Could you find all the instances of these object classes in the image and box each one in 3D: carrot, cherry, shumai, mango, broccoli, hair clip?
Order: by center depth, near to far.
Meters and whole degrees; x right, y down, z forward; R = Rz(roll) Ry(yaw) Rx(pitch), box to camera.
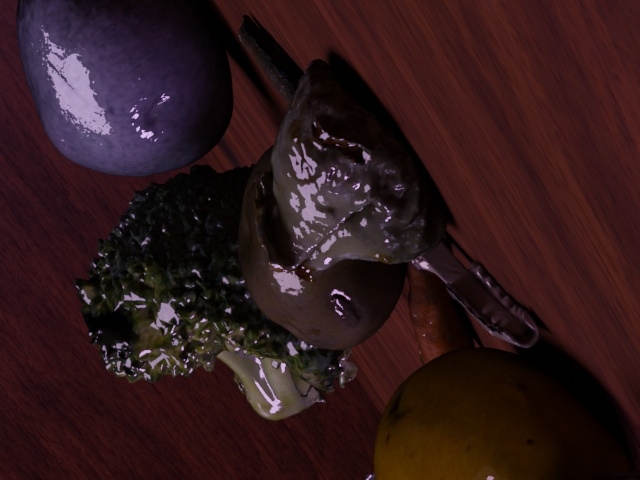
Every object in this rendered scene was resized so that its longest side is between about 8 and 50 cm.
[{"bbox_3d":[-0.005,-0.045,1.493,0.184,0.142,0.184,51,177,3],"label":"shumai"},{"bbox_3d":[0.122,0.040,1.515,0.072,0.034,0.226,53,175,-39],"label":"hair clip"},{"bbox_3d":[0.163,0.199,1.521,0.253,0.182,0.365,57,164,7],"label":"mango"},{"bbox_3d":[0.107,0.057,1.765,0.057,0.057,0.224,51,169,32],"label":"carrot"},{"bbox_3d":[-0.216,-0.193,2.044,0.255,0.218,0.296,58,174,38],"label":"cherry"},{"bbox_3d":[-0.099,0.051,2.072,0.338,0.277,0.317,14,144,0],"label":"broccoli"}]

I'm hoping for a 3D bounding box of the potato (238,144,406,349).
[{"bbox_3d":[0.000,0.000,1.743,0.178,0.160,0.235,36,157,20],"label":"potato"}]

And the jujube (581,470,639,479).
[{"bbox_3d":[0.187,0.256,1.206,0.246,0.215,0.308,17,162,-25],"label":"jujube"}]

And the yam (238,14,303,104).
[{"bbox_3d":[-0.040,-0.159,1.715,0.129,0.027,0.033,51,174,36],"label":"yam"}]

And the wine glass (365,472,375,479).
[{"bbox_3d":[0.180,0.335,1.773,0.323,0.238,0.238,57,177,25],"label":"wine glass"}]
